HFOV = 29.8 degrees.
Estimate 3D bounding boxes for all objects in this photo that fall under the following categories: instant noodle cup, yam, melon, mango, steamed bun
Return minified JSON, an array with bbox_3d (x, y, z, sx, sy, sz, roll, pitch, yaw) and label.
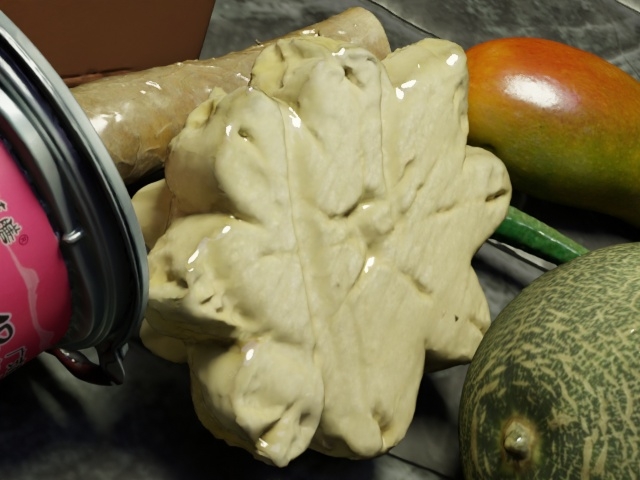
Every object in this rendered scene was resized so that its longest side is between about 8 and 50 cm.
[{"bbox_3d":[-0.241,0.003,0.615,0.181,0.258,0.302,-41,108,-33],"label":"instant noodle cup"},{"bbox_3d":[-0.085,-0.092,0.821,0.356,0.081,0.081,-24,67,-35],"label":"yam"},{"bbox_3d":[0.240,0.124,0.797,0.329,0.248,0.249,5,49,-40],"label":"melon"},{"bbox_3d":[0.241,-0.093,1.088,0.289,0.129,0.146,19,42,-30],"label":"mango"},{"bbox_3d":[0.000,0.000,0.790,0.292,0.137,0.295,27,76,-41],"label":"steamed bun"}]

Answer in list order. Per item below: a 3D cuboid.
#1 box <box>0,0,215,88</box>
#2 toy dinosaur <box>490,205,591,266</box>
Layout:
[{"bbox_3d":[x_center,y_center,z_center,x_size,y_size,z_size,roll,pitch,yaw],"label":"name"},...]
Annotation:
[{"bbox_3d":[-0.229,-0.262,0.836,0.239,0.229,0.339,-16,56,-39],"label":"box"},{"bbox_3d":[0.079,-0.005,0.927,0.447,0.087,0.301,-13,58,-35],"label":"toy dinosaur"}]
